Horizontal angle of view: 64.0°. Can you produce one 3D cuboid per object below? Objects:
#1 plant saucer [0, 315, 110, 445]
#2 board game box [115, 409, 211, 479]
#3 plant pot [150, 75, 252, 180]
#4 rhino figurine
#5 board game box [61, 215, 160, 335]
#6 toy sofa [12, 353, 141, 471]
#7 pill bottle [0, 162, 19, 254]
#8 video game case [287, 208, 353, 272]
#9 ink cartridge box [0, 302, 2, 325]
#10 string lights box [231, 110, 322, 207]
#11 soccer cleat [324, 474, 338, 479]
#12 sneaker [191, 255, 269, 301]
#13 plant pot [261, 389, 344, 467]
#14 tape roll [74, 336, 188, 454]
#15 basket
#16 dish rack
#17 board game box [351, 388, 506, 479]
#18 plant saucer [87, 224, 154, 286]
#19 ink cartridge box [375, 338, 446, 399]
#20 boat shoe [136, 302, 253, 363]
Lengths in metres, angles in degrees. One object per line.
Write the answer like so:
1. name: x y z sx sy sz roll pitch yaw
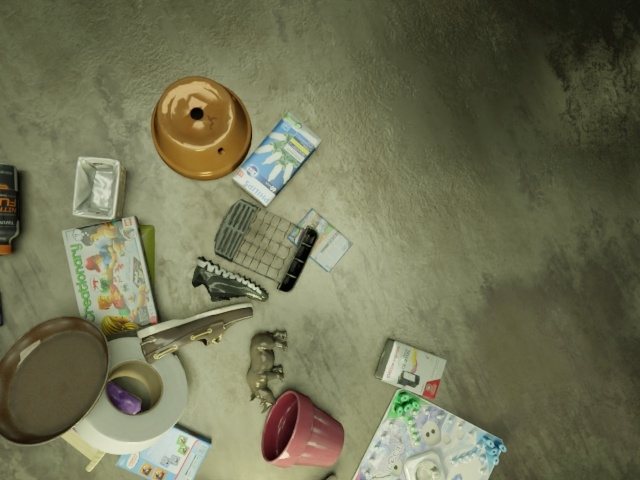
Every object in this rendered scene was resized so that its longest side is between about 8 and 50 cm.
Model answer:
1. plant saucer: -0.640 0.333 1.229 0.311 0.050 0.310 -6 57 10
2. board game box: -0.441 0.602 1.453 0.212 0.039 0.160 28 84 -7
3. plant pot: -0.336 -0.327 1.427 0.291 0.203 0.290 0 87 -8
4. rhino figurine: -0.160 0.380 1.487 0.107 0.073 0.243 6 88 -10
5. board game box: -0.569 0.101 1.402 0.193 0.053 0.305 -13 90 -8
6. toy sofa: -0.674 0.419 1.371 0.363 0.150 0.177 41 84 -5
7. pill bottle: -0.882 -0.080 1.373 0.131 0.130 0.245 -3 89 -8
8. video game case: 0.000 0.000 1.556 0.166 0.015 0.119 41 83 -5
9. ink cartridge box: -0.984 0.199 1.387 0.207 0.046 0.097 -5 87 -8
10. string lights box: -0.129 -0.236 1.516 0.133 0.077 0.259 39 83 -6
11. soccer cleat: -0.025 0.761 1.495 0.076 0.068 0.196 40 86 -2
12. sneaker: -0.267 0.139 1.483 0.235 0.078 0.106 26 87 -3
13. plant pot: -0.041 0.548 1.448 0.180 0.201 0.201 27 84 -22
14. tape roll: -0.498 0.401 1.342 0.286 0.100 0.286 22 43 -22
15. basket: -0.611 -0.140 1.428 0.114 0.103 0.167 5 86 -8
16. dish rack: -0.166 0.008 1.492 0.272 0.074 0.208 26 90 -6
17. board game box: 0.322 0.709 1.555 0.390 0.050 0.389 29 84 -6
18. plant saucer: -0.572 0.048 1.455 0.189 0.045 0.188 0 88 -8
19. ink cartridge box: 0.271 0.387 1.545 0.175 0.072 0.127 21 80 -7
20. boat shoe: -0.332 0.248 1.418 0.325 0.117 0.096 -13 83 -29
